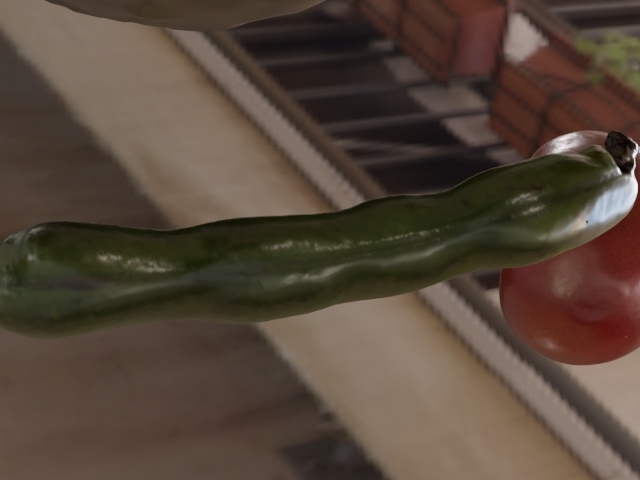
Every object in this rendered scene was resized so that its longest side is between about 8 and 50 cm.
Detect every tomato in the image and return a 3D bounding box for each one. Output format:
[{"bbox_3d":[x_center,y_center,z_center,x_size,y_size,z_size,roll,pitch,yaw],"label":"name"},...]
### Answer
[{"bbox_3d":[0.212,0.007,1.497,0.195,0.136,0.195,9,90,-87],"label":"tomato"}]

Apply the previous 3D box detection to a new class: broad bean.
[{"bbox_3d":[0.000,0.001,0.680,0.052,0.256,0.053,94,-18,-57],"label":"broad bean"}]

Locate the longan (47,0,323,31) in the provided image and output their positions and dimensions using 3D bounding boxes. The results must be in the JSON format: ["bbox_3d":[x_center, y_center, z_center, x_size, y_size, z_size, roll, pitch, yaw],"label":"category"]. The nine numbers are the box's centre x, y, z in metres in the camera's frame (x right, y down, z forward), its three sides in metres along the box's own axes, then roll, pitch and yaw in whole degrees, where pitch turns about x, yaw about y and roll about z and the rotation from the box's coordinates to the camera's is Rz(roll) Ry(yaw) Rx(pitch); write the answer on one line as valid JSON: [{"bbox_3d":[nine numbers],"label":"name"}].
[{"bbox_3d":[-0.077,-0.313,1.090,0.391,0.391,0.391,13,-73,49],"label":"longan"}]
